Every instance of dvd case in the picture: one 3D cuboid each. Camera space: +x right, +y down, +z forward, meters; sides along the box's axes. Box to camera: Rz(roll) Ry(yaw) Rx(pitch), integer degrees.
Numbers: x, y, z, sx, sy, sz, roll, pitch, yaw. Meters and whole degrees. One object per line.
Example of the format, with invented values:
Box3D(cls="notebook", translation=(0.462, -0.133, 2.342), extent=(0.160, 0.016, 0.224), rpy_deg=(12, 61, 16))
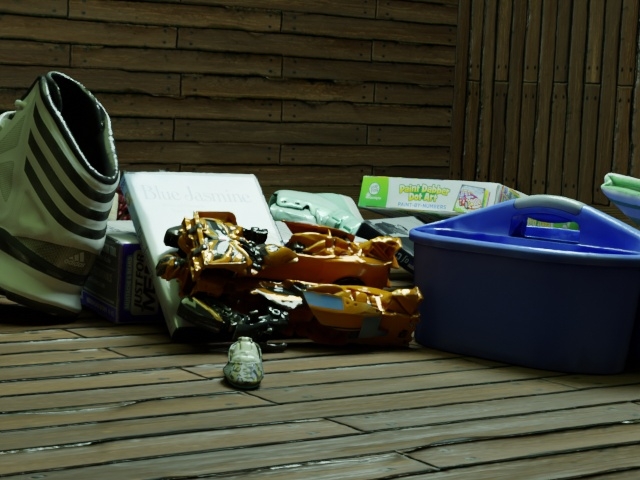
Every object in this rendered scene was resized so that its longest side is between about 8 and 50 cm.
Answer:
Box3D(cls="dvd case", translation=(0.164, 0.025, 2.126), extent=(0.179, 0.029, 0.238), rpy_deg=(35, 14, 17))
Box3D(cls="dvd case", translation=(-0.122, 0.013, 1.782), extent=(0.180, 0.022, 0.253), rpy_deg=(0, 47, -28))

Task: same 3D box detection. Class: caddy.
Box3D(cls="caddy", translation=(0.258, 0.038, 1.723), extent=(0.341, 0.179, 0.241), rpy_deg=(8, 9, 41))

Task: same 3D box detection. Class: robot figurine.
Box3D(cls="robot figurine", translation=(-0.040, 0.038, 1.707), extent=(0.291, 0.085, 0.211), rpy_deg=(9, 32, -20))

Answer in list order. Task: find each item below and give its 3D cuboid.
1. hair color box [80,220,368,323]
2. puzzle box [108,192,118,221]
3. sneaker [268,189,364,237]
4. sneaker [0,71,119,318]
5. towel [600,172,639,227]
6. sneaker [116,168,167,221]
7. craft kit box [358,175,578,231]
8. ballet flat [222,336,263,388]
Box3D(cls="hair color box", translation=(-0.130, 0.036, 1.917), extent=(0.339, 0.110, 0.185), rpy_deg=(1, 8, -28))
Box3D(cls="puzzle box", translation=(-0.530, -0.090, 2.223), extent=(0.272, 0.052, 0.409), rpy_deg=(-11, -25, 31))
Box3D(cls="sneaker", translation=(0.000, 0.000, 2.211), extent=(0.151, 0.094, 0.256), rpy_deg=(5, 20, -21))
Box3D(cls="sneaker", translation=(-0.388, -0.101, 1.893), extent=(0.447, 0.257, 0.169), rpy_deg=(30, 5, 41))
Box3D(cls="towel", translation=(0.481, 0.033, 1.731), extent=(0.325, 0.038, 0.248), rpy_deg=(36, -2, -13))
Box3D(cls="sneaker", translation=(-0.268, -0.026, 2.417), extent=(0.112, 0.121, 0.299), rpy_deg=(22, -16, -26))
Box3D(cls="craft kit box", translation=(0.229, -0.043, 2.315), extent=(0.246, 0.061, 0.250), rpy_deg=(9, -5, 39))
Box3D(cls="ballet flat", translation=(-0.075, 0.115, 1.482), extent=(0.041, 0.041, 0.114), rpy_deg=(2, 6, -4))
